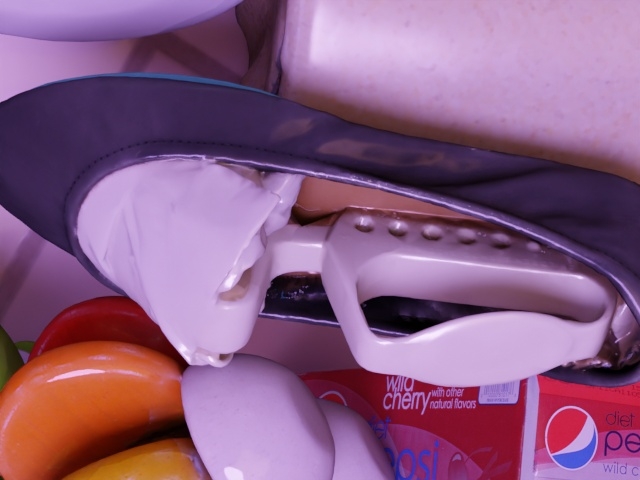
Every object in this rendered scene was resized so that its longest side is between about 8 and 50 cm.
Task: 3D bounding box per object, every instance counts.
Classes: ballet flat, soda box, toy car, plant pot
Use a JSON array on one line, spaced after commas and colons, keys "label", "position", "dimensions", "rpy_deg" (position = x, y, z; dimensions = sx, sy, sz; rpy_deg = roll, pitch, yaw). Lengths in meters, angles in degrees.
[{"label": "ballet flat", "position": [0.000, 0.000, 0.457], "dimensions": [0.280, 0.096, 0.095], "rpy_deg": [7, 130, 2]}, {"label": "soda box", "position": [0.059, 0.107, 0.607], "dimensions": [0.092, 0.263, 0.083], "rpy_deg": [11, 79, -25]}, {"label": "toy car", "position": [-0.069, 0.092, 0.526], "dimensions": [0.159, 0.136, 0.182], "rpy_deg": [-31, 153, 9]}, {"label": "plant pot", "position": [0.119, -0.100, 0.597], "dimensions": [0.305, 0.334, 0.334], "rpy_deg": [4, 97, -11]}]

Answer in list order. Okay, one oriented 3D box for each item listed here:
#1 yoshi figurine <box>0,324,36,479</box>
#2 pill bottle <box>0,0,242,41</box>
[{"label": "yoshi figurine", "position": [-0.264, 0.128, 0.531], "dimensions": [0.362, 0.203, 0.203], "rpy_deg": [-30, 98, -22]}, {"label": "pill bottle", "position": [-0.104, -0.266, 0.498], "dimensions": [0.188, 0.188, 0.334], "rpy_deg": [6, 75, -22]}]
